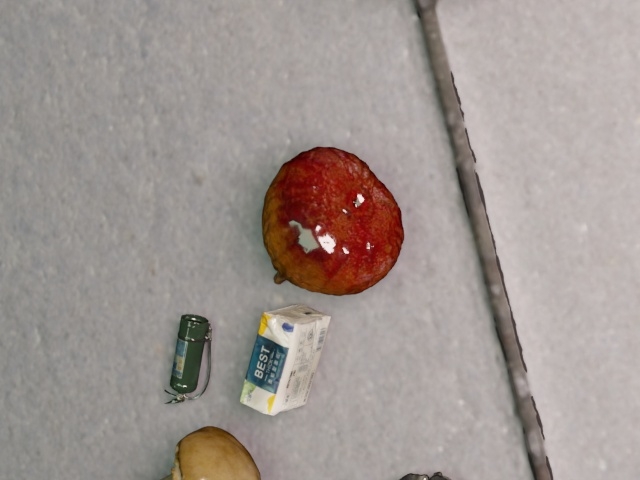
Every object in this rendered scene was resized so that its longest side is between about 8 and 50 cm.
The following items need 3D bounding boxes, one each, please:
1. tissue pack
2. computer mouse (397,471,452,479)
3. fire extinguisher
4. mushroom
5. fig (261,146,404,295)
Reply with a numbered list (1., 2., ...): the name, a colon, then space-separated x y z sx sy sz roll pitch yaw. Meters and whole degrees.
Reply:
1. tissue pack: -0.030 0.098 1.366 0.042 0.062 0.083 22 107 26
2. computer mouse: 0.085 0.282 1.308 0.106 0.062 0.192 -3 94 34
3. fire extinguisher: -0.114 0.108 1.447 0.038 0.025 0.083 14 103 8
4. mushroom: -0.188 0.283 1.457 0.350 0.128 0.128 -38 74 27
5. fig: 0.012 -0.001 1.324 0.119 0.153 0.119 -2 63 4
